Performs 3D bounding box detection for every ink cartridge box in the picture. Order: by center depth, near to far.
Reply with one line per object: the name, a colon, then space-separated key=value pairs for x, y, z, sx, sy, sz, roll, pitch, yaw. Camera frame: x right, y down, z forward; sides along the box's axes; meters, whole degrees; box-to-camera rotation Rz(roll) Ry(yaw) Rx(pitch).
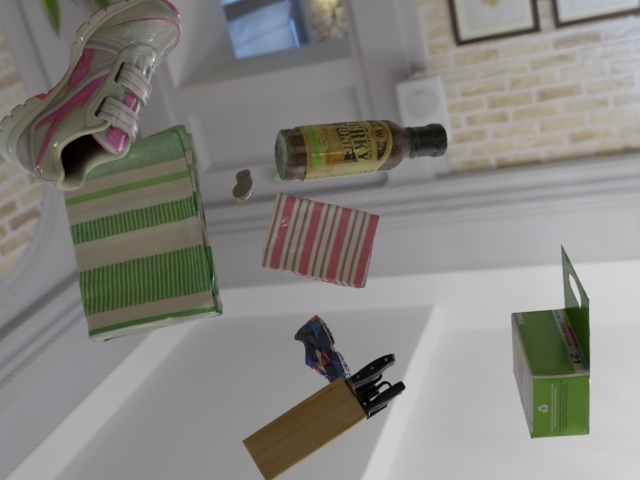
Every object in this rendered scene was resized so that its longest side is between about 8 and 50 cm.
ink cartridge box: x=0.371 y=0.161 z=1.308 sx=0.097 sy=0.255 sz=0.188 roll=-6 pitch=-154 yaw=7

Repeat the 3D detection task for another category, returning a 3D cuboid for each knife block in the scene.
knife block: x=0.025 y=0.307 z=1.450 sx=0.276 sy=0.088 sz=0.242 roll=-13 pitch=152 yaw=-52

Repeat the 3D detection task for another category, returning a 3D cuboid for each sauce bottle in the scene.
sauce bottle: x=0.085 y=-0.186 z=1.601 sx=0.345 sy=0.111 sz=0.111 roll=-9 pitch=-162 yaw=-18

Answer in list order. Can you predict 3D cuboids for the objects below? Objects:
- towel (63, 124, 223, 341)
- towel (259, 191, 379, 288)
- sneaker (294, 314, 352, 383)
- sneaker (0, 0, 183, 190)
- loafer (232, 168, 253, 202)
towel: x=-0.303 y=-0.010 z=1.338 sx=0.248 sy=0.324 sz=0.038 roll=-14 pitch=172 yaw=11
towel: x=0.000 y=0.000 z=1.455 sx=0.197 sy=0.144 sz=0.029 roll=13 pitch=172 yaw=-5
sneaker: x=0.010 y=0.293 z=1.938 sx=0.087 sy=0.221 sz=0.083 roll=-30 pitch=160 yaw=9
sneaker: x=-0.231 y=-0.150 z=0.876 sx=0.252 sy=0.111 sz=0.103 roll=-48 pitch=155 yaw=7
loafer: x=-0.157 y=-0.107 z=1.684 sx=0.045 sy=0.039 sz=0.125 roll=-16 pitch=-150 yaw=7
